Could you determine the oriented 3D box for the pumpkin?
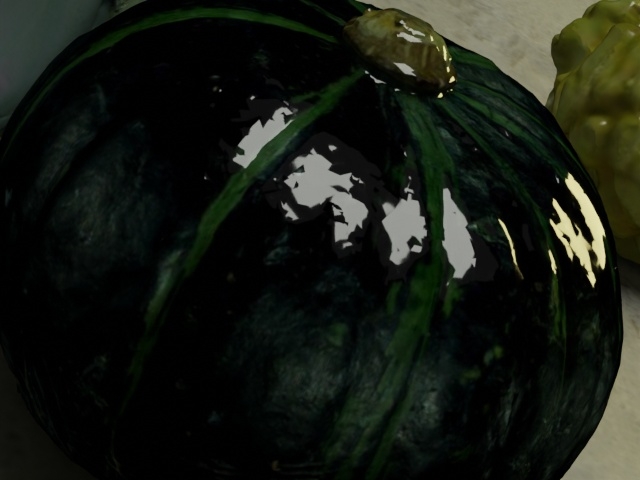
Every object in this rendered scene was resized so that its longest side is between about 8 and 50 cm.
[{"bbox_3d":[0.000,0.000,0.719,0.315,0.238,0.315,23,27,-13],"label":"pumpkin"}]

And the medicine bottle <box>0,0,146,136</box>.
[{"bbox_3d":[-0.138,-0.199,0.891,0.245,0.245,0.290,41,28,12],"label":"medicine bottle"}]

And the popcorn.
[{"bbox_3d":[0.296,-0.092,1.218,0.257,0.224,0.270,25,34,-1],"label":"popcorn"}]
